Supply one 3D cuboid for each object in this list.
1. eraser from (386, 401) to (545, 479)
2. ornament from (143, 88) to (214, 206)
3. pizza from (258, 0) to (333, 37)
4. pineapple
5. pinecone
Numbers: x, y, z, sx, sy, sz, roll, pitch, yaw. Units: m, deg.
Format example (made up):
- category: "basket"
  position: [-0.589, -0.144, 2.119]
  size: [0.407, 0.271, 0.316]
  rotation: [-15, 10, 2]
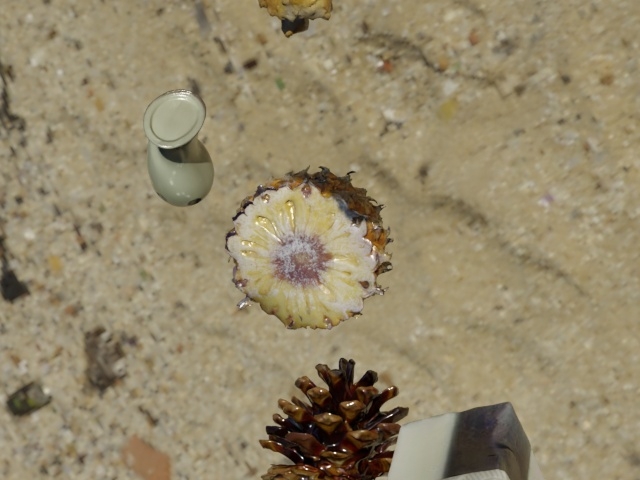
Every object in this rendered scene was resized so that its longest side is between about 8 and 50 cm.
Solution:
- category: "eraser"
  position: [0.073, 0.255, 0.725]
  size: [0.098, 0.404, 0.096]
  rotation: [-17, 113, 22]
- category: "ornament"
  position: [-0.155, -0.094, 1.295]
  size: [0.081, 0.075, 0.156]
  rotation: [29, 158, 10]
- category: "pizza"
  position: [-0.033, -0.209, 0.699]
  size: [0.199, 0.062, 0.188]
  rotation: [-170, 78, -67]
- category: "pineapple"
  position: [0.000, -0.004, 1.233]
  size: [0.176, 0.137, 0.161]
  rotation: [-15, 102, 26]
- category: "pinecone"
  position: [0.033, 0.313, 1.895]
  size: [0.264, 0.264, 0.264]
  rotation: [32, 138, 34]
